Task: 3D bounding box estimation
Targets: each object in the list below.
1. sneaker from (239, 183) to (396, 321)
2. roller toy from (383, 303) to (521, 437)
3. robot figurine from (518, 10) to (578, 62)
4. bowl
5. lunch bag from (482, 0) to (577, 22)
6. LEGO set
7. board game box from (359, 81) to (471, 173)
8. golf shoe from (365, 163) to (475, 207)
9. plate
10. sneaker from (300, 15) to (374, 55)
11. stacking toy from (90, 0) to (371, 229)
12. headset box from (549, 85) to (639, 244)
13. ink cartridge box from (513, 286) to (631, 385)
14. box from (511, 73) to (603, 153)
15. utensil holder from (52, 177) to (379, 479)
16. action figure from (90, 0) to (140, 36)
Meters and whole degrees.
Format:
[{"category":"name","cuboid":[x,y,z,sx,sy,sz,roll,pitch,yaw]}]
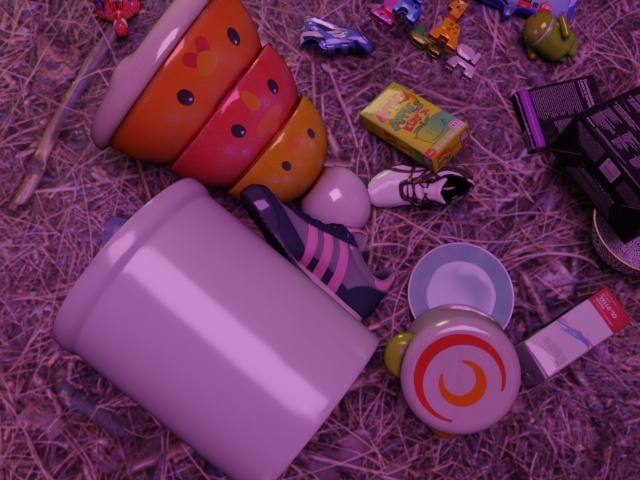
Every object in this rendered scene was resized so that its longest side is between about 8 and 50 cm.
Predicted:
[{"category":"sneaker","cuboid":[0.000,0.000,1.409,0.131,0.112,0.319,-44,120,-5]},{"category":"roller toy","cuboid":[0.223,0.206,1.398,0.191,0.146,0.209,-32,95,7]},{"category":"robot figurine","cuboid":[0.424,-0.379,1.596,0.115,0.101,0.067,31,61,-20]},{"category":"bowl","cuboid":[0.538,0.001,1.505,0.170,0.080,0.170,7,58,-11]},{"category":"lunch bag","cuboid":[0.399,-0.555,1.627,0.220,0.138,0.293,19,85,-2]},{"category":"LEGO set","cuboid":[0.214,-0.405,1.588,0.227,0.087,0.093,35,77,4]},{"category":"board game box","cuboid":[0.165,-0.202,1.518,0.092,0.043,0.181,-44,55,-12]},{"category":"golf shoe","cuboid":[0.174,-0.095,1.500,0.198,0.094,0.077,-11,104,-5]},{"category":"plate","cuboid":[0.244,0.097,1.501,0.188,0.024,0.188,1,77,-4]},{"category":"sneaker","cuboid":[0.028,-0.363,1.584,0.144,0.053,0.059,18,75,9]},{"category":"stacking toy","cuboid":[-0.103,-0.180,1.441,0.479,0.350,0.351,35,76,-13]},{"category":"headset box","cuboid":[0.584,-0.154,1.497,0.293,0.110,0.218,-25,71,-28]},{"category":"ink cartridge box","cuboid":[0.411,0.162,1.443,0.175,0.127,0.072,-31,79,-11]},{"category":"box","cuboid":[0.447,-0.234,1.593,0.162,0.029,0.116,-14,79,-6]},{"category":"utensil holder","cuboid":[-0.149,0.146,1.312,0.385,0.327,0.328,38,77,4]},{"category":"action figure","cuboid":[-0.386,-0.511,1.552,0.091,0.139,0.281,-12,80,-5]}]
